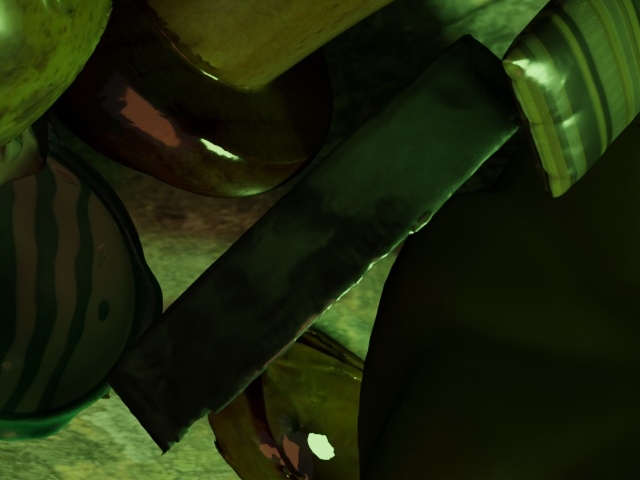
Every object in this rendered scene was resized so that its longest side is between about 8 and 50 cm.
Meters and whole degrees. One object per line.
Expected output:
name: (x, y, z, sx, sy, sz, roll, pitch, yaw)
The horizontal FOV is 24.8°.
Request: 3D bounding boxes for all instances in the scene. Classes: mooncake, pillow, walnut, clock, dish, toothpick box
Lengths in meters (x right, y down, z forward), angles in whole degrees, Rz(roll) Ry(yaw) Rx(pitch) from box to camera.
mooncake: (0.204, 0.106, 0.844, 0.378, 0.378, 0.201, 0, 145, -2)
pillow: (0.164, -0.123, 0.699, 0.203, 0.038, 0.113, -46, 144, -12)
walnut: (-0.001, 0.148, 1.104, 0.137, 0.137, 0.245, -23, 139, 29)
clock: (0.000, 0.000, 0.786, 0.055, 0.280, 0.280, 47, 134, 0)
dish: (-0.205, 0.008, 0.901, 0.246, 0.078, 0.224, 8, 114, 10)
toothpick box: (-0.007, -0.146, 0.625, 0.294, 0.192, 0.192, -33, 135, 31)

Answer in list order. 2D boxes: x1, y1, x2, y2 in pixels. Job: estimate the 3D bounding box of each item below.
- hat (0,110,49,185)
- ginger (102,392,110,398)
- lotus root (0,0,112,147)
hat: (-0.261, -0.081, 0.732, 0.244, 0.149, 0.214, -25, 130, 11)
ginger: (-0.204, 0.071, 1.061, 0.137, 0.044, 0.057, 34, 162, -32)
lotus root: (-0.221, -0.088, 0.543, 0.397, 0.179, 0.196, -18, 100, 31)
